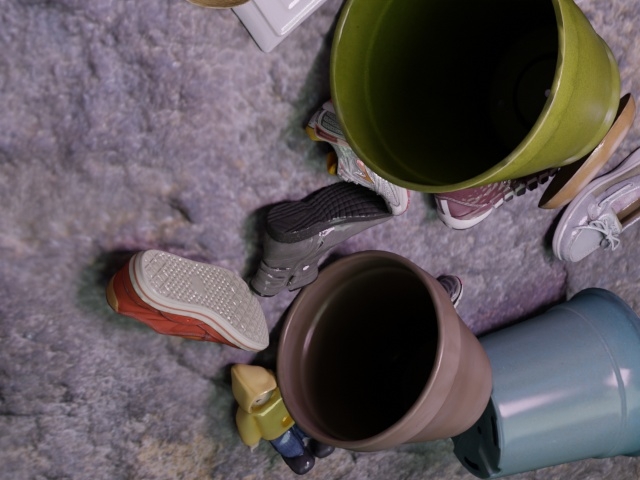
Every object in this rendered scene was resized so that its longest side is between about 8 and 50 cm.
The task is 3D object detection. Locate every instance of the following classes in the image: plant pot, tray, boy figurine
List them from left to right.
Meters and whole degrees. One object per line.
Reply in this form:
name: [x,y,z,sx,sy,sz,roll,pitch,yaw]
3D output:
boy figurine: [-0.066,0.289,2.036,0.177,0.092,0.285,-36,139,-5]
tray: [-0.003,-0.384,1.620,0.270,0.030,0.145,-43,138,-3]
plant pot: [0.138,0.209,1.961,0.280,0.323,0.323,27,102,-46]
plant pot: [0.263,-0.237,1.739,0.353,0.366,0.366,5,118,-53]
plant pot: [0.420,0.292,2.267,0.334,0.341,0.341,-13,129,-20]
plant pot: [0.441,-0.138,1.938,0.236,0.032,0.236,-53,179,-2]

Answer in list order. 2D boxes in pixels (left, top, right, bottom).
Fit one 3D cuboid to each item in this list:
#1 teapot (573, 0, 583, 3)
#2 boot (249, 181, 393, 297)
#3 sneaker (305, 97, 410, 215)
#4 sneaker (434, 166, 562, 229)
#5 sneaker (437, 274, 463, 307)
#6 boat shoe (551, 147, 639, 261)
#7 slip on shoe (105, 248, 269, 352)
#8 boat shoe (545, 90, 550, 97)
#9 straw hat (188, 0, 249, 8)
teapot: [0.416,-0.497,1.757,0.256,0.187,0.252,-59,166,-14]
boot: [0.000,0.000,1.895,0.247,0.083,0.161,-15,141,-29]
sneaker: [0.058,-0.121,1.817,0.093,0.088,0.225,-38,116,3]
sneaker: [0.299,-0.149,1.981,0.281,0.106,0.162,-38,134,-7]
sneaker: [0.180,0.112,2.112,0.170,0.063,0.074,-34,142,-6]
boat shoe: [0.576,-0.067,2.256,0.320,0.103,0.118,-37,137,-10]
slip on shoe: [-0.192,0.100,1.794,0.101,0.123,0.331,-26,150,27]
boat shoe: [0.423,-0.251,2.012,0.233,0.084,0.079,-4,127,-34]
straw hat: [-0.147,-0.342,1.511,0.145,0.144,0.061,-20,170,-26]
